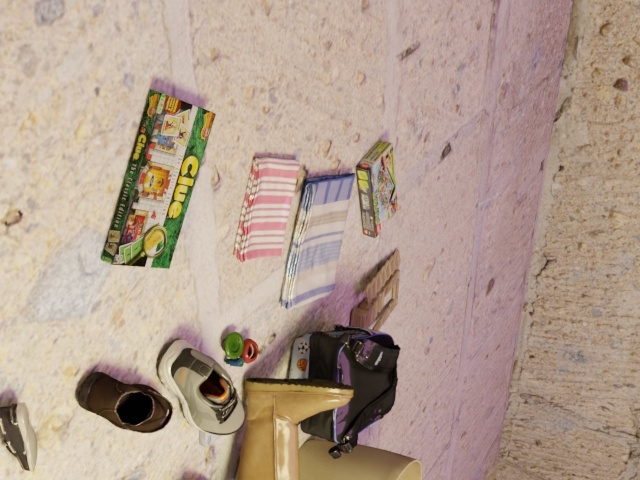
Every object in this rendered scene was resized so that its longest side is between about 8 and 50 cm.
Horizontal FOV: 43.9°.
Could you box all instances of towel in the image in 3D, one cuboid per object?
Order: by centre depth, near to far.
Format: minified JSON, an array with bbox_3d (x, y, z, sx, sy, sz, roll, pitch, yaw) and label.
[{"bbox_3d":[-0.095,-0.057,1.484,0.144,0.029,0.197,-9,115,-60],"label":"towel"},{"bbox_3d":[0.000,0.000,1.689,0.209,0.034,0.285,-14,119,-59],"label":"towel"}]

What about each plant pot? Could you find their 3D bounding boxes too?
[{"bbox_3d":[0.069,0.600,1.936,0.256,0.274,0.257,-39,138,-46],"label":"plant pot"}]

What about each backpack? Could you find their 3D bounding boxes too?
[{"bbox_3d":[0.061,0.312,1.793,0.263,0.213,0.277,-1,103,-50],"label":"backpack"}]

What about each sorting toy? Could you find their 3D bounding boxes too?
[{"bbox_3d":[-0.164,0.212,1.528,0.102,0.042,0.061,32,63,-50],"label":"sorting toy"}]

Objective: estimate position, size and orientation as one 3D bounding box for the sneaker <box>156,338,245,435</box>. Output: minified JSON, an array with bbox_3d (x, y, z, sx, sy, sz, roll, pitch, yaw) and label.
[{"bbox_3d":[-0.194,0.283,1.422,0.100,0.108,0.271,-57,146,-24],"label":"sneaker"}]

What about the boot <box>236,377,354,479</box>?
[{"bbox_3d":[-0.052,0.419,1.619,0.089,0.236,0.270,-4,96,-82],"label":"boot"}]

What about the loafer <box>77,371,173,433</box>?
[{"bbox_3d":[-0.297,0.274,1.272,0.080,0.078,0.220,-66,152,-9],"label":"loafer"}]

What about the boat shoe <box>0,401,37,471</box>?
[{"bbox_3d":[-0.419,0.274,1.098,0.046,0.038,0.125,-104,-167,-50],"label":"boat shoe"}]

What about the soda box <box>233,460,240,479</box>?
[{"bbox_3d":[-0.146,0.586,1.726,0.091,0.098,0.286,13,96,-61],"label":"soda box"}]

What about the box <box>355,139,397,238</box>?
[{"bbox_3d":[0.133,-0.118,1.851,0.114,0.036,0.207,-50,146,-34],"label":"box"}]

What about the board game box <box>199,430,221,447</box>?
[{"bbox_3d":[-0.201,0.346,1.557,0.090,0.020,0.090,-32,134,-50],"label":"board game box"}]

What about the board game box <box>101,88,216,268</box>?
[{"bbox_3d":[-0.242,-0.086,1.200,0.136,0.030,0.260,7,101,-64],"label":"board game box"}]

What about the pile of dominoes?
[{"bbox_3d":[0.146,0.143,2.066,0.251,0.040,0.196,-46,144,-53],"label":"pile of dominoes"}]

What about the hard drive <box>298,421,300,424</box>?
[{"bbox_3d":[-0.025,0.374,1.891,0.135,0.022,0.094,-29,132,-52],"label":"hard drive"}]
